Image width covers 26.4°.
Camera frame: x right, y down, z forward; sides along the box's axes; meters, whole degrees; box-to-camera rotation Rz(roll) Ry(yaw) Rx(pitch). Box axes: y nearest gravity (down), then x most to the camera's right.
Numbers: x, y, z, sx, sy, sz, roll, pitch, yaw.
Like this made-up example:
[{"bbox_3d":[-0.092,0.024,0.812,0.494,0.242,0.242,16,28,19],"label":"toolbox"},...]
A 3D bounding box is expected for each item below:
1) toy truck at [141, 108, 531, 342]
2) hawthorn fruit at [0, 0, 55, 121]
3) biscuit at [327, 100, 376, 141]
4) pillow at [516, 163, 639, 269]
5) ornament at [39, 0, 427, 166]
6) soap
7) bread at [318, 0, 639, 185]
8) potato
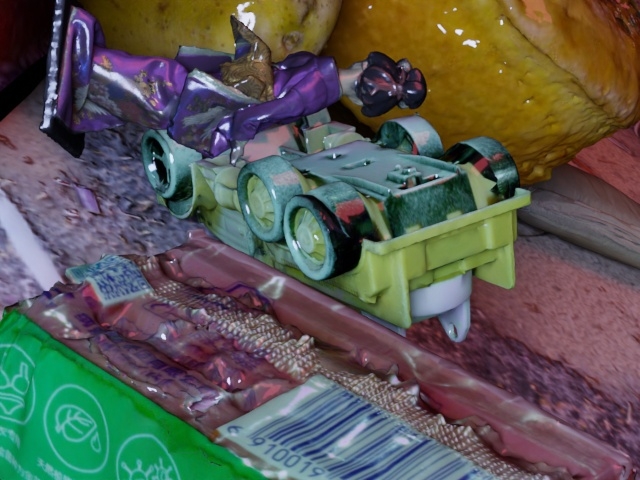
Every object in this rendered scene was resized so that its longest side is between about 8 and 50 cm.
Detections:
[{"bbox_3d":[-0.002,-0.004,0.800,0.128,0.135,0.259,-19,27,-29],"label":"toy truck"},{"bbox_3d":[-0.255,-0.146,0.733,0.249,0.215,0.215,20,29,-13],"label":"hawthorn fruit"},{"bbox_3d":[0.024,-0.113,1.123,0.202,0.044,0.289,32,24,-12],"label":"biscuit"},{"bbox_3d":[0.232,-0.026,1.184,0.208,0.053,0.119,20,25,-21],"label":"pillow"},{"bbox_3d":[-0.045,-0.081,0.746,0.203,0.088,0.081,3,-4,-5],"label":"ornament"},{"bbox_3d":[-0.015,0.094,0.588,0.273,0.098,0.218,26,23,31],"label":"soap"},{"bbox_3d":[0.099,-0.196,1.050,0.337,0.204,0.358,55,21,4],"label":"bread"},{"bbox_3d":[-0.124,-0.202,0.908,0.195,0.176,0.369,-28,43,-30],"label":"potato"}]
